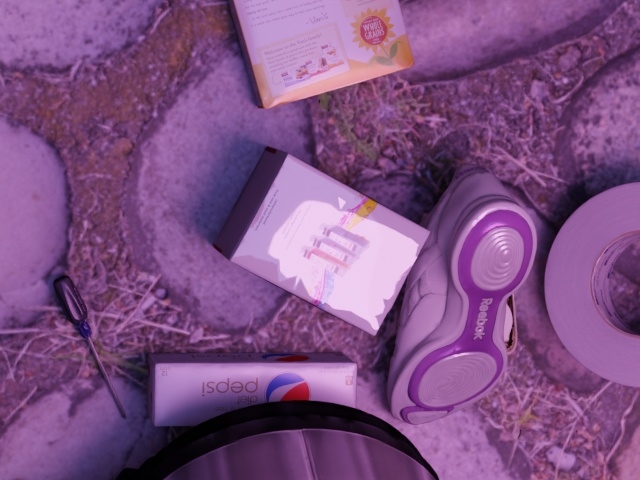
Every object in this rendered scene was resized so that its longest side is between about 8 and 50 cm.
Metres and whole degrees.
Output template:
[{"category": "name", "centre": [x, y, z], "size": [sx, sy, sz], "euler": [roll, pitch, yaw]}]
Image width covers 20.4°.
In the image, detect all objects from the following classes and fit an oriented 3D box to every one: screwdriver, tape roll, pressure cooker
[{"category": "screwdriver", "centre": [-0.241, 0.113, 1.881], "size": [0.024, 0.025, 0.170], "euler": [-25, 109, -9]}, {"category": "tape roll", "centre": [0.354, 0.048, 1.905], "size": [0.219, 0.072, 0.219], "euler": [-1, 87, 23]}, {"category": "pressure cooker", "centre": [-0.019, 0.366, 1.761], "size": [0.376, 0.420, 0.370], "euler": [-30, 126, 10]}]

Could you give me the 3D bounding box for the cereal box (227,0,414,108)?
[{"category": "cereal box", "centre": [-0.014, -0.275, 1.867], "size": [0.173, 0.047, 0.240], "euler": [-16, 98, -10]}]

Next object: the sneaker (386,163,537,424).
[{"category": "sneaker", "centre": [0.144, 0.060, 1.897], "size": [0.114, 0.152, 0.305], "euler": [8, 122, -21]}]

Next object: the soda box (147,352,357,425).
[{"category": "soda box", "centre": [-0.073, 0.157, 1.886], "size": [0.216, 0.074, 0.069], "euler": [0, 96, -11]}]

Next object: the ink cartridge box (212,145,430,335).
[{"category": "ink cartridge box", "centre": [0.000, 0.000, 1.857], "size": [0.176, 0.128, 0.127], "euler": [29, 89, -14]}]

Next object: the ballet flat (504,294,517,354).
[{"category": "ballet flat", "centre": [0.191, 0.045, 1.939], "size": [0.057, 0.052, 0.168], "euler": [-12, 98, -9]}]
